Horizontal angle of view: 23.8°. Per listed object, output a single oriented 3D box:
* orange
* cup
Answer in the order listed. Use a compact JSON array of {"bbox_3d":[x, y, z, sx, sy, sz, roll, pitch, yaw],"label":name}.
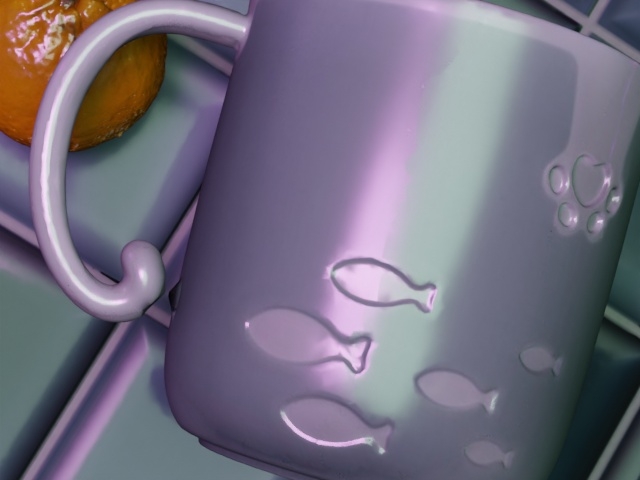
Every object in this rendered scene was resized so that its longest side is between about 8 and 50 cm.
[{"bbox_3d":[-0.163,-0.123,0.955,0.135,0.117,0.136,0,87,-3],"label":"orange"},{"bbox_3d":[0.000,0.000,0.902,0.356,0.259,0.274,15,86,-11],"label":"cup"}]
